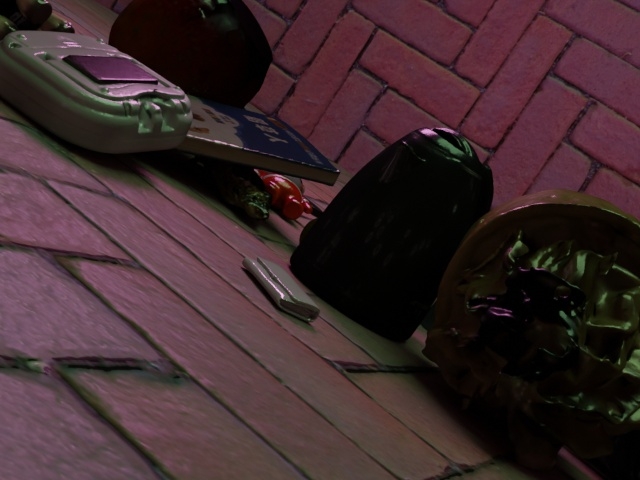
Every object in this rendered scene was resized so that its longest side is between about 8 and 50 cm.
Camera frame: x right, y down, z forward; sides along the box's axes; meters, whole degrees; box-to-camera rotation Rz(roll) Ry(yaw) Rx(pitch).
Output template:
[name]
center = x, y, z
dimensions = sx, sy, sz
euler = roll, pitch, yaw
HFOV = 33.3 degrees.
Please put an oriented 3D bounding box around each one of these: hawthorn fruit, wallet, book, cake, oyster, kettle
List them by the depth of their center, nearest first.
[wallet]
center = -0.049, 0.056, 1.298
dimensions = 0.061, 0.025, 0.122
euler = 20, 14, -33
[cake]
center = 0.296, 0.110, 1.326
dimensions = 0.332, 0.332, 0.321
euler = 34, 16, 1
[kettle]
center = 0.134, -0.022, 1.555
dimensions = 0.207, 0.290, 0.268
euler = 38, 7, 38
[book]
center = -0.209, -0.191, 1.740
dimensions = 0.428, 0.039, 0.300
euler = 11, 18, -28
[oyster]
center = -0.132, -0.096, 1.779
dimensions = 0.129, 0.078, 0.345
euler = 39, 2, -23
[hawthorn fruit]
center = -0.242, -0.346, 1.986
dimensions = 0.316, 0.316, 0.316
euler = 33, 7, -5

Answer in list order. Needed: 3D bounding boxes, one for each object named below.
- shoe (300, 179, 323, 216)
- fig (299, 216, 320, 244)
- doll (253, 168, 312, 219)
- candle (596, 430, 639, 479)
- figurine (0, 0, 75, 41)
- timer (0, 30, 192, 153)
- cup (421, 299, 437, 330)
[shoe]
center = -0.055, -0.116, 2.273
dimensions = 0.179, 0.049, 0.071
euler = 37, 8, 29
[fig]
center = 0.000, 0.000, 1.689
dimensions = 0.074, 0.074, 0.088
euler = 32, -10, -14
[doll]
center = -0.082, -0.107, 2.019
dimensions = 0.142, 0.076, 0.245
euler = 32, 11, -16
[candle]
center = 0.448, 0.221, 1.596
dimensions = 0.221, 0.221, 0.342
euler = 27, 10, -42
[figurine]
center = -0.553, -0.432, 1.644
dimensions = 0.412, 0.241, 0.306
euler = 42, 14, -15
[timer]
center = -0.309, -0.208, 1.469
dimensions = 0.237, 0.087, 0.262
euler = 32, 21, 20
[cup]
center = 0.225, 0.131, 1.764
dimensions = 0.100, 0.077, 0.078
euler = 40, 10, 38
